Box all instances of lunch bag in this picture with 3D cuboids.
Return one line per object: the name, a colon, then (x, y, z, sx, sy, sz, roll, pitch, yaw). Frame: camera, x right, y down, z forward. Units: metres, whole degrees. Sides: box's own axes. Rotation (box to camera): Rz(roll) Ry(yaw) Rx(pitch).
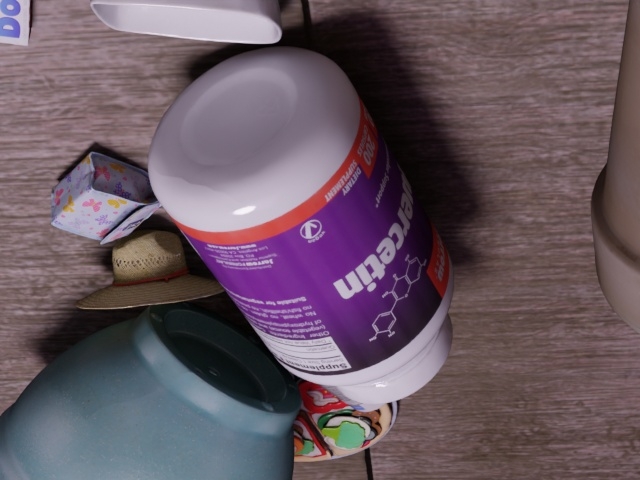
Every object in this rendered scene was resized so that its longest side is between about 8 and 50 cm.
lunch bag: (-0.187, -0.033, 1.525, 0.083, 0.053, 0.071, 20, 139, -36)

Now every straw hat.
straw hat: (-0.158, 0.021, 1.574, 0.145, 0.144, 0.061, -5, 96, 10)

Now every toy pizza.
toy pizza: (-0.021, 0.179, 1.775, 0.201, 0.032, 0.201, 2, 139, 1)

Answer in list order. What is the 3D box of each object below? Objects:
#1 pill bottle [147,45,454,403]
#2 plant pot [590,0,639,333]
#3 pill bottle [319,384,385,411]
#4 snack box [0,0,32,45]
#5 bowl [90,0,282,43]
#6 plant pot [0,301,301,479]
pill bottle: (0.000, 0.000, 1.451, 0.182, 0.181, 0.323, -14, 137, 20)
plant pot: (0.342, -0.109, 1.244, 0.323, 0.323, 0.280, -8, 121, 13)
pill bottle: (0.012, 0.102, 1.648, 0.078, 0.078, 0.137, -29, 130, 32)
snack box: (-0.255, -0.226, 1.326, 0.064, 0.022, 0.178, 6, 139, -5)
bowl: (-0.098, -0.188, 1.301, 0.142, 0.053, 0.142, 6, 178, 2)
plant pot: (-0.140, 0.181, 1.628, 0.293, 0.293, 0.196, 27, 107, -25)
